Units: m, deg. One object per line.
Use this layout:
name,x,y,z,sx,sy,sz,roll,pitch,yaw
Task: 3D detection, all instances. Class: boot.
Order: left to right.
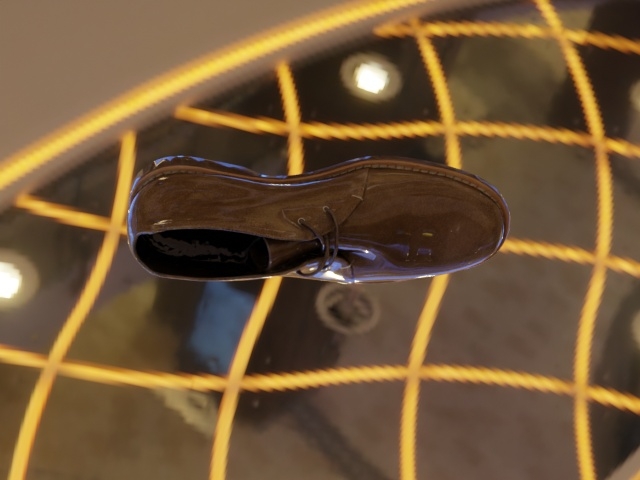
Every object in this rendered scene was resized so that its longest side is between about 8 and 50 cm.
boot,0.000,0.000,1.259,0.305,0.112,0.115,1,-157,-3
